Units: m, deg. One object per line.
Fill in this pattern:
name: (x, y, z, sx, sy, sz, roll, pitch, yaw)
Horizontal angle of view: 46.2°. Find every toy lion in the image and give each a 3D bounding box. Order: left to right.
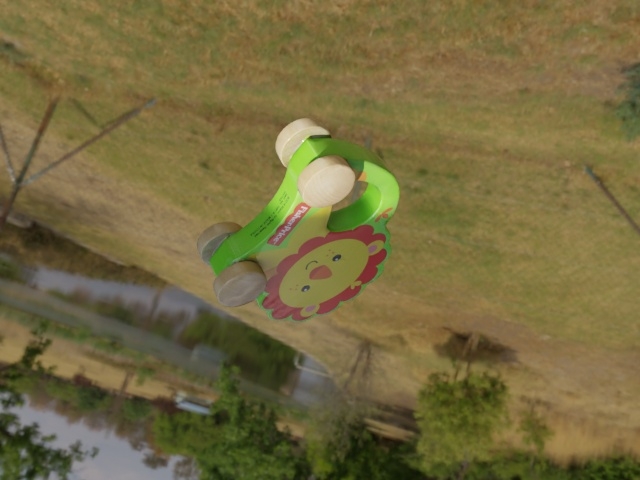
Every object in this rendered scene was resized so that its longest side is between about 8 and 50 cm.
toy lion: (0.000, 0.000, 0.347, 0.096, 0.100, 0.034, 13, -143, -45)
